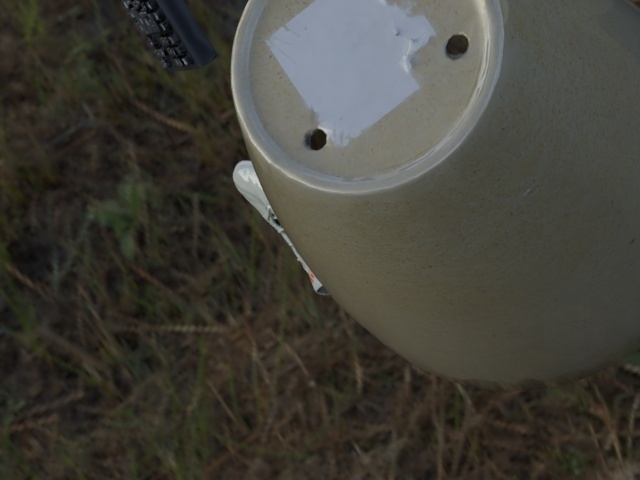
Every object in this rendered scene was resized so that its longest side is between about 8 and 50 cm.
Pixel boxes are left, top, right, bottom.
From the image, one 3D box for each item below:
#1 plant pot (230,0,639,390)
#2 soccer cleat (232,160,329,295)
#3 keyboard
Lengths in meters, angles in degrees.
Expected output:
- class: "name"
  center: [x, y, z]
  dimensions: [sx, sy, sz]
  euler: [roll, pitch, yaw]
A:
- class: "plant pot"
  center: [0.066, -0.058, 0.720]
  dimensions: [0.256, 0.274, 0.257]
  euler: [-4, 79, 22]
- class: "soccer cleat"
  center: [0.000, 0.000, 1.135]
  dimensions: [0.196, 0.068, 0.076]
  euler: [32, 79, 15]
- class: "keyboard"
  center: [-0.140, -0.203, 1.010]
  dimensions: [0.023, 0.180, 0.108]
  euler: [-42, 20, -24]
